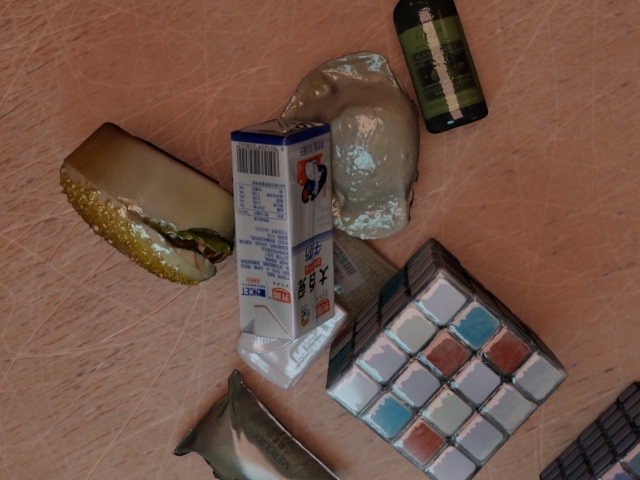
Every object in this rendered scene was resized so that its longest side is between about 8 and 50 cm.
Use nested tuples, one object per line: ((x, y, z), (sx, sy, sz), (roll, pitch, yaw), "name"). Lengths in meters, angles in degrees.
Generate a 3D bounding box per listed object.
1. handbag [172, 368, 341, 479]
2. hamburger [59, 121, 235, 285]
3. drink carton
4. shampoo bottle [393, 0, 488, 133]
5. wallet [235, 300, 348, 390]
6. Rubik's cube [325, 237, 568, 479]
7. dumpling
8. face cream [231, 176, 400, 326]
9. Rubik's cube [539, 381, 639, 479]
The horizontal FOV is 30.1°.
((-0.103, 0.363, 1.919), (0.270, 0.117, 0.182), (45, 104, 2), "handbag")
((-0.261, -0.052, 1.819), (0.302, 0.302, 0.170), (30, 88, 2), "hamburger")
((-0.052, -0.016, 1.784), (0.106, 0.130, 0.315), (8, 108, 32), "drink carton")
((0.175, -0.313, 1.853), (0.101, 0.101, 0.284), (-17, 92, 6), "shampoo bottle")
((-0.050, 0.148, 1.924), (0.124, 0.032, 0.183), (38, 106, 1), "wallet")
((0.181, 0.183, 1.799), (0.253, 0.256, 0.259), (40, 98, -5), "Rubik's cube")
((0.043, -0.145, 1.838), (0.227, 0.175, 0.243), (-6, 65, 5), "dumpling")
((0.000, 0.000, 1.908), (0.137, 0.084, 0.341), (-42, 98, 8), "face cream")
((0.497, 0.394, 1.806), (0.237, 0.238, 0.237), (44, 98, 0), "Rubik's cube")
